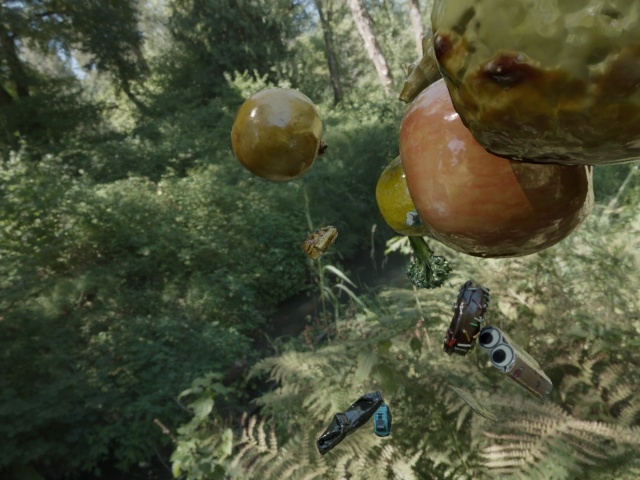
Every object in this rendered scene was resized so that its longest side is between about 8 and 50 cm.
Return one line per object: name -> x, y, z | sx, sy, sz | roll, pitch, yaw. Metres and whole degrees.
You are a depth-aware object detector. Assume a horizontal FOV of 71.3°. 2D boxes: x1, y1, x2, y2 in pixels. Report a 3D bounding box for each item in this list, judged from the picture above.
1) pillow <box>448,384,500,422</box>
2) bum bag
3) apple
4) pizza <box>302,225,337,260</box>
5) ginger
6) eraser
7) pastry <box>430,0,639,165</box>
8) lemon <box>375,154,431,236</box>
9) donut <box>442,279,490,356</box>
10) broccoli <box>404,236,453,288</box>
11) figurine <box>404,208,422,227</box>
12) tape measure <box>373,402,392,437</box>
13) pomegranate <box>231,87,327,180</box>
pillow -> 0.567, 0.605, 1.661 | 0.033, 0.130, 0.217 | -62, 11, 3
bum bag -> 0.096, 0.560, 1.405 | 0.326, 0.079, 0.142 | -15, -29, -50
apple -> 0.357, -0.153, 0.901 | 0.347, 0.391, 0.391 | -4, 20, 29
pizza -> -0.003, -0.001, 1.324 | 0.127, 0.058, 0.246 | -44, 5, 15
ginger -> 0.439, -0.726, 1.782 | 0.375, 0.236, 0.166 | -25, 2, 30
eraser -> 0.624, 0.391, 1.423 | 0.087, 0.290, 0.171 | -42, 36, 18
pastry -> 0.318, -0.244, 0.527 | 0.389, 0.312, 0.388 | 1, 23, 0
lemon -> 0.293, -0.141, 1.231 | 0.284, 0.260, 0.260 | -35, 14, 1
donut -> 0.480, 0.258, 1.461 | 0.103, 0.269, 0.270 | 17, 30, 21
broccoli -> 0.421, 0.077, 1.770 | 0.177, 0.274, 0.198 | -29, 37, -11
figurine -> 0.252, -0.063, 1.083 | 0.106, 0.060, 0.047 | -12, 7, -34
tape measure -> 0.264, 0.762, 1.893 | 0.081, 0.125, 0.146 | -5, 53, 13
pomegranate -> -0.109, -0.284, 1.207 | 0.264, 0.264, 0.264 | -20, 14, 5
